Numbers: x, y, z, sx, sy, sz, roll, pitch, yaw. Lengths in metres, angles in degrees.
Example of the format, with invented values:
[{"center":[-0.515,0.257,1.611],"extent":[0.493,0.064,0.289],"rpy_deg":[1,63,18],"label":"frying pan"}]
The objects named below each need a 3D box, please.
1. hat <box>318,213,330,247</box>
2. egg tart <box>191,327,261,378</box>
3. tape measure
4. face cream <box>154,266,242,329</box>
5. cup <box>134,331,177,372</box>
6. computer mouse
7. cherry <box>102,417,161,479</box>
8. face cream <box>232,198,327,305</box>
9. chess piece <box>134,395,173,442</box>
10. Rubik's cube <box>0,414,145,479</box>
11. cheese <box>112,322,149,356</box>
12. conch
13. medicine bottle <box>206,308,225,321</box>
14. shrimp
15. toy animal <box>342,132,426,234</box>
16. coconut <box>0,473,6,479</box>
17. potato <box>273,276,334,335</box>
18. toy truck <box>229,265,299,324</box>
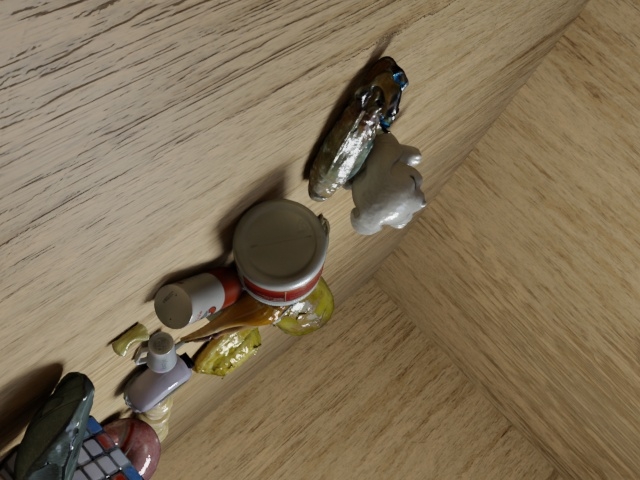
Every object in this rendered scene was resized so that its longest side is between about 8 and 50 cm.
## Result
[{"center":[0.000,0.000,2.140],"extent":[0.147,0.085,0.175],"rpy_deg":[-48,168,16],"label":"hat"},{"center":[-0.289,0.357,2.390],"extent":[0.290,0.115,0.290],"rpy_deg":[-40,169,-9],"label":"egg tart"},{"center":[-0.430,0.369,1.956],"extent":[0.196,0.105,0.178],"rpy_deg":[-32,171,-43],"label":"tape measure"},{"center":[-0.262,0.121,1.605],"extent":[0.096,0.096,0.214],"rpy_deg":[-48,169,23],"label":"face cream"},{"center":[-0.403,0.275,1.788],"extent":[0.104,0.074,0.116],"rpy_deg":[-10,154,-16],"label":"cup"},{"center":[-0.544,0.413,1.467],"extent":[0.203,0.114,0.374],"rpy_deg":[-85,-163,-57],"label":"computer mouse"},{"center":[-0.575,0.625,2.095],"extent":[0.236,0.213,0.285],"rpy_deg":[-17,167,-34],"label":"cherry"},{"center":[-0.089,0.029,1.603],"extent":[0.201,0.201,0.187],"rpy_deg":[-41,170,-14],"label":"face cream"},{"center":[-0.505,0.512,2.208],"extent":[0.117,0.117,0.397],"rpy_deg":[-37,165,-31],"label":"chess piece"},{"center":[-0.629,0.644,1.758],"extent":[0.287,0.292,0.293],"rpy_deg":[-47,167,14],"label":"Rubik's cube"},{"center":[-0.408,0.216,1.577],"extent":[0.083,0.044,0.030],"rpy_deg":[-40,-175,-30],"label":"cheese"},{"center":[-0.195,0.172,1.745],"extent":[0.330,0.093,0.109],"rpy_deg":[-17,172,21],"label":"conch"},{"center":[-0.250,0.158,1.850],"extent":[0.055,0.074,0.118],"rpy_deg":[-51,166,25],"label":"medicine bottle"},{"center":[0.084,-0.222,1.569],"extent":[0.221,0.110,0.446],"rpy_deg":[-45,175,-29],"label":"shrimp"},{"center":[0.149,-0.120,1.792],"extent":[0.265,0.206,0.272],"rpy_deg":[-88,-169,-72],"label":"toy animal"},{"center":[-0.681,0.507,1.381],"extent":[0.183,0.171,0.171],"rpy_deg":[-41,170,-27],"label":"coconut"},{"center":[-0.066,0.218,2.467],"extent":[0.246,0.196,0.299],"rpy_deg":[-47,167,11],"label":"potato"},{"center":[-0.123,0.097,1.815],"extent":[0.213,0.177,0.161],"rpy_deg":[-48,168,25],"label":"toy truck"}]
